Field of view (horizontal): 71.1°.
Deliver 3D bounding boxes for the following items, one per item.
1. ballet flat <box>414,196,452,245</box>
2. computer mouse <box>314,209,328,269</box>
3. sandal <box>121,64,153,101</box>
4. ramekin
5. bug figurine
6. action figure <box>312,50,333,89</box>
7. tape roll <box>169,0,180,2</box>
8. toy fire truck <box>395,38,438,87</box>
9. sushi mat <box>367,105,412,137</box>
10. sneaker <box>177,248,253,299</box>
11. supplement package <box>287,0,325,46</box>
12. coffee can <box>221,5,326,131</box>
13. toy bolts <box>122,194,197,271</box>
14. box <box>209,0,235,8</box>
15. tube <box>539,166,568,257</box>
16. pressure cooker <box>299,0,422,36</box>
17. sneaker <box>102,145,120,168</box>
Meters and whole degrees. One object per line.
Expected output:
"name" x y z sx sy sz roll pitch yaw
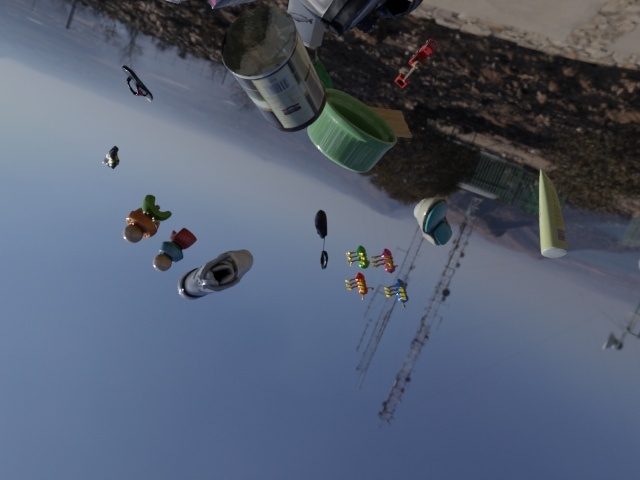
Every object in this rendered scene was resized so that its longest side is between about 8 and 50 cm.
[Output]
"ballet flat" 0.270 -0.055 1.111 0.086 0.086 0.248 24 168 27
"computer mouse" 0.000 0.000 1.720 0.041 0.242 0.071 -8 -163 -18
"sandal" -0.592 -0.493 1.430 0.067 0.040 0.179 33 172 6
"ramekin" 0.102 -0.376 1.559 0.303 0.148 0.303 26 -148 -18
"bug figurine" 0.204 0.125 1.596 0.072 0.216 0.279 -27 -159 -37
"action figure" 0.000 -0.567 1.636 0.063 0.137 0.232 14 173 23
"tape roll" -0.454 -0.893 1.366 0.286 0.286 0.100 19 -147 -22
"toy fire truck" 0.407 -0.752 1.900 0.047 0.135 0.192 37 144 -13
"sushi mat" 0.269 -0.517 1.943 0.316 0.151 0.019 -7 161 -40
"sneaker" -0.363 0.118 1.766 0.210 0.137 0.365 -18 -173 42
"supplement package" -0.040 -0.733 1.444 0.105 0.179 0.105 23 -150 11
"coffee can" -0.115 -0.451 1.214 0.201 0.202 0.275 24 172 21
"toy bolts" -0.560 -0.004 1.489 0.218 0.158 0.228 -15 127 48
"box" -0.367 -1.127 1.926 0.143 0.165 0.270 -9 -160 47
"tube" 0.607 -0.073 1.180 0.062 0.240 0.070 7 154 5
"pressure cooker" 0.068 -0.671 0.980 0.420 0.370 0.375 42 139 -13
"sneaker" -0.526 -0.212 1.143 0.035 0.031 0.083 38 141 -21
